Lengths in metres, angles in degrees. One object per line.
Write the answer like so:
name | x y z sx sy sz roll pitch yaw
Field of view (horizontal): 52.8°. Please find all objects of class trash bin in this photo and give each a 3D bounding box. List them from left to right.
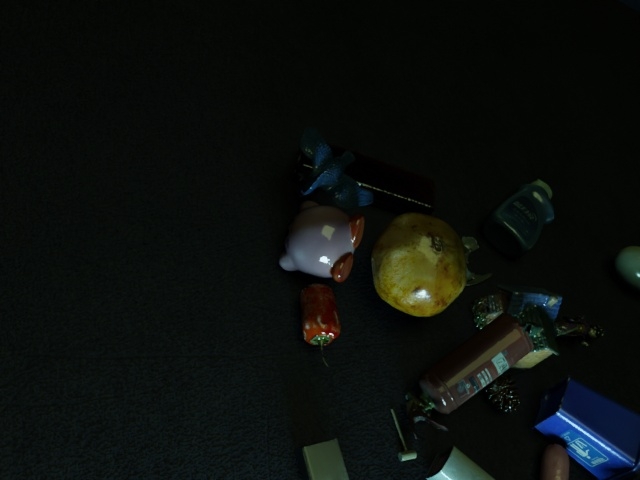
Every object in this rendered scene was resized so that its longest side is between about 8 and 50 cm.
trash bin | 0.628 0.424 1.476 0.234 0.163 0.184 33 52 6

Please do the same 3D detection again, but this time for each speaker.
speaker | 0.020 0.498 1.236 0.082 0.044 0.218 -5 62 -25

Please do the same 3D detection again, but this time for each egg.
egg | 0.905 0.083 1.824 0.152 0.114 0.114 46 54 4

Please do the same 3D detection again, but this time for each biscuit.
biscuit | 0.121 -0.157 1.670 0.388 0.073 0.107 17 55 -13

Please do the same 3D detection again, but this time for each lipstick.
lipstick | 0.342 0.536 1.329 0.252 0.079 0.077 39 52 2

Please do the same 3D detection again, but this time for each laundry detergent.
laundry detergent | 0.571 -0.078 1.796 0.143 0.094 0.290 41 54 10

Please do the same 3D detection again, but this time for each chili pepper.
chili pepper | 0.001 0.186 1.400 0.086 0.084 0.192 -5 56 -7

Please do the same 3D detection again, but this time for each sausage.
sausage | 0.512 0.524 1.417 0.062 0.062 0.154 26 54 -6

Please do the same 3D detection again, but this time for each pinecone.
pinecone | 0.421 0.353 1.482 0.077 0.077 0.083 -32 100 -35

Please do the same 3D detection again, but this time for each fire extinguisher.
fire extinguisher | 0.313 0.300 1.393 0.337 0.147 0.107 -35 115 -10

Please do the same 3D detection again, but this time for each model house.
model house | 0.486 0.195 1.543 0.166 0.172 0.183 7 58 -20

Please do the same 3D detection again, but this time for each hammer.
hammer | 0.170 0.411 1.371 0.035 0.019 0.110 -3 59 -25

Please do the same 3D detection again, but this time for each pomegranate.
pomegranate | 0.227 0.056 1.496 0.248 0.248 0.248 11 56 -17

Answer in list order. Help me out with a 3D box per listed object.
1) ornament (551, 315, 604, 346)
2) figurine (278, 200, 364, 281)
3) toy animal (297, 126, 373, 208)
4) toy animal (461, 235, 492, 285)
ornament | 0.646 0.233 1.641 0.203 0.088 0.081 12 57 -18
figurine | 0.000 0.000 1.466 0.173 0.173 0.173 11 56 -17
toy animal | 0.023 -0.154 1.498 0.255 0.176 0.239 -44 101 -32
toy animal | 0.328 0.058 1.611 0.219 0.095 0.155 36 49 2
